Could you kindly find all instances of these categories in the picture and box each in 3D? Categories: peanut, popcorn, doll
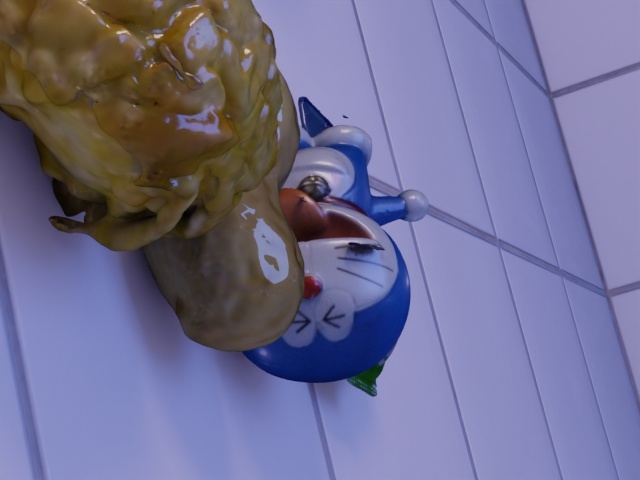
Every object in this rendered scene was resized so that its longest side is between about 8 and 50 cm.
[{"bbox_3d":[-0.082,-0.065,1.114,0.147,0.147,0.319,29,43,-63],"label":"peanut"},{"bbox_3d":[-0.133,-0.115,0.930,0.250,0.190,0.250,48,-23,28],"label":"popcorn"},{"bbox_3d":[0.000,0.000,1.233,0.161,0.215,0.257,100,-14,-54],"label":"doll"}]

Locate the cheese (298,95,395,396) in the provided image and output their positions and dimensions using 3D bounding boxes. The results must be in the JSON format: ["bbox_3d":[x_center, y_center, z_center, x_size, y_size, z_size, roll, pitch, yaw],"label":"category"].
[{"bbox_3d":[0.020,0.003,1.428,0.204,0.083,0.320,38,39,-58],"label":"cheese"}]
